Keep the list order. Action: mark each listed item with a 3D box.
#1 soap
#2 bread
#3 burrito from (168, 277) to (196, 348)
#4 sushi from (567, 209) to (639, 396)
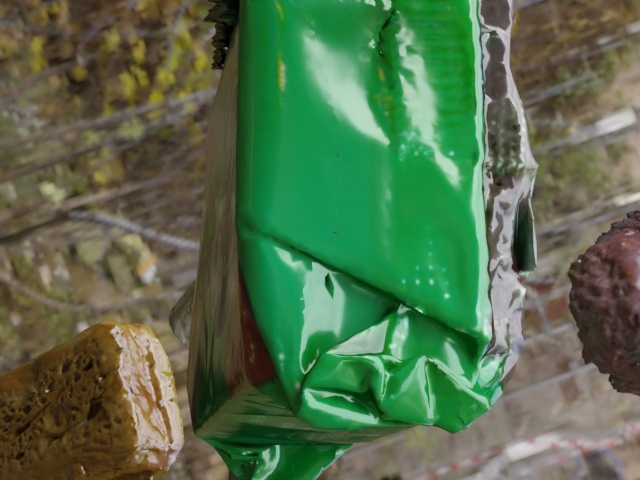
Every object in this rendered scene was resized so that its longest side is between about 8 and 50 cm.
[{"bbox_3d":[0.003,0.000,0.518,0.273,0.098,0.218,128,-39,-76],"label":"soap"},{"bbox_3d":[-0.313,0.231,1.461,0.109,0.380,0.185,14,54,-55],"label":"bread"},{"bbox_3d":[-0.092,0.030,1.869,0.105,0.299,0.143,30,21,-24],"label":"burrito"},{"bbox_3d":[0.323,0.043,1.378,0.161,0.107,0.241,41,49,-47],"label":"sushi"}]
